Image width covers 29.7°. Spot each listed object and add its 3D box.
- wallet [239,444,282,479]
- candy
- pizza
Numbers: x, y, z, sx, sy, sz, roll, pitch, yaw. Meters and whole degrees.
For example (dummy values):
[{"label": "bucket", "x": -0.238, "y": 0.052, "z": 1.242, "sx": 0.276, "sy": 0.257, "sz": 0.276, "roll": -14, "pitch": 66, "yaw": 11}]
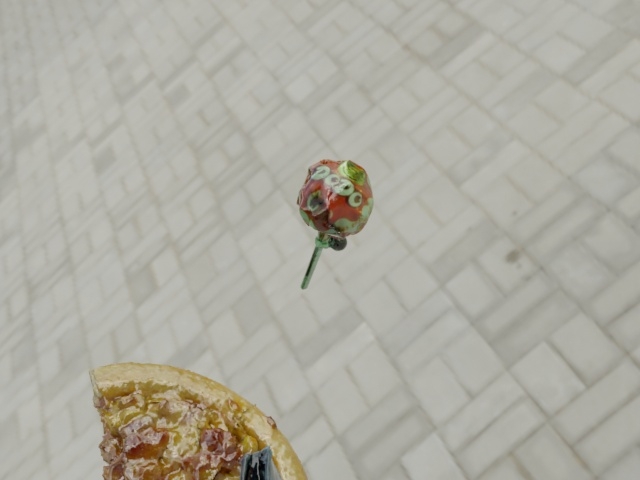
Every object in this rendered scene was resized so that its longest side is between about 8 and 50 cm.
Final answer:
[{"label": "wallet", "x": -0.003, "y": 0.367, "z": 1.124, "sx": 0.046, "sy": 0.379, "sz": 0.190, "roll": -17, "pitch": 44, "yaw": 6}, {"label": "candy", "x": 0.000, "y": 0.001, "z": 1.338, "sx": 0.287, "sy": 0.078, "sz": 0.084, "roll": 110, "pitch": -178, "yaw": -63}, {"label": "pizza", "x": -0.186, "y": 0.330, "z": 1.692, "sx": 0.278, "sy": 0.409, "sz": 0.114, "roll": -45, "pitch": -10, "yaw": -11}]
